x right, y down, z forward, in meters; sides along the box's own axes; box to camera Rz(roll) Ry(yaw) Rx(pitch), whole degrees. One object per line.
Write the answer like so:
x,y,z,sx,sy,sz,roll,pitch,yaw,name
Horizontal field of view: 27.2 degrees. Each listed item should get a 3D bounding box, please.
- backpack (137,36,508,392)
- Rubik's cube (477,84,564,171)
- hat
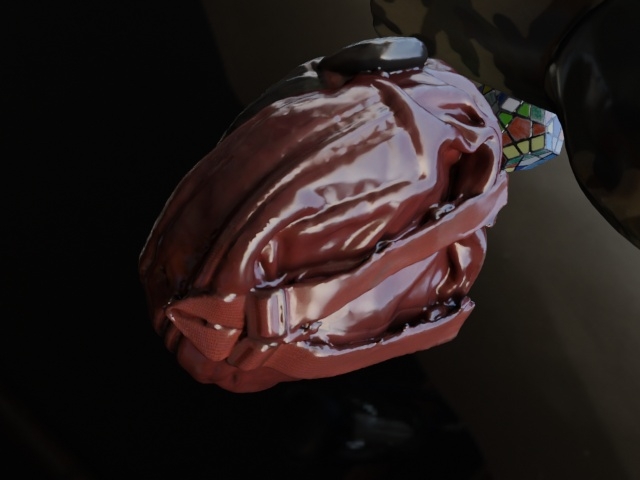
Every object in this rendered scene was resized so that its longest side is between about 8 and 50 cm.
-0.002,-0.002,0.749,0.139,0.229,0.229,52,-56,23,backpack
0.207,-0.125,1.394,0.111,0.111,0.093,60,-32,36,Rubik's cube
0.206,-0.100,1.039,0.381,0.366,0.257,4,-120,19,hat
